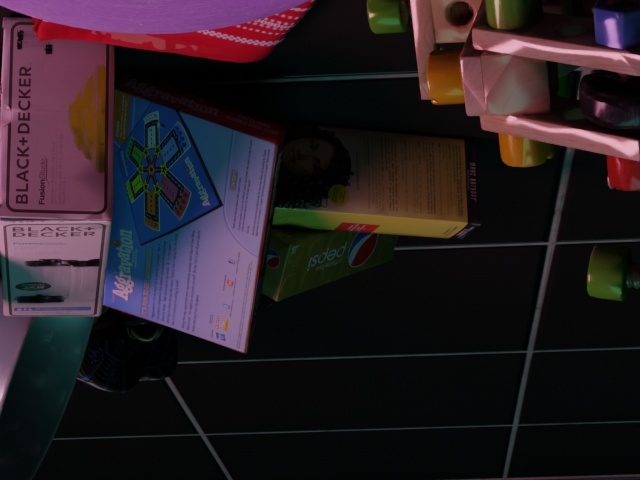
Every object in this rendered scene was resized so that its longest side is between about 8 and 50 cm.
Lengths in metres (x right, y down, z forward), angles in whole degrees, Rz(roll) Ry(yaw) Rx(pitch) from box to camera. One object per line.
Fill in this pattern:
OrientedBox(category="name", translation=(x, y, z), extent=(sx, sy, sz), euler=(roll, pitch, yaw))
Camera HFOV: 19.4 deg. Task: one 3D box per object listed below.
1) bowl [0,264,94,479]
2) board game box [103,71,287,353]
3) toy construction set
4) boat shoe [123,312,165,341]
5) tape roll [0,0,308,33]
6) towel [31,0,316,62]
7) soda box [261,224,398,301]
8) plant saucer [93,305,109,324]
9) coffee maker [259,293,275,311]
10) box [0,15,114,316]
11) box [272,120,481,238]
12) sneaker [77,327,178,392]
OrientedBox(category="bowl", translation=(-0.351, 0.111, 1.914), extent=(0.163, 0.312, 0.311), euler=(19, 164, 6))
OrientedBox(category="board game box", translation=(-0.114, -0.017, 1.621), extent=(0.145, 0.027, 0.281), euler=(18, 139, 6))
OrientedBox(category="toy construction set", translation=(0.122, -0.157, 1.182), extent=(0.237, 0.257, 0.309), euler=(6, 145, 19))
OrientedBox(category="boat shoe", translation=(-0.209, 0.095, 2.208), extent=(0.056, 0.049, 0.152), euler=(-2, 163, 2))
OrientedBox(category="tape roll", translation=(-0.097, -0.223, 1.056), extent=(0.274, 0.090, 0.275), euler=(-2, 157, -1))
OrientedBox(category="towel", translation=(-0.081, -0.192, 1.311), extent=(0.198, 0.031, 0.275), euler=(5, 162, -21))
OrientedBox(category="soda box", translation=(0.000, 0.000, 1.746), extent=(0.058, 0.061, 0.181), euler=(30, -151, 30))
OrientedBox(category="plant saucer", translation=(-0.372, 0.072, 2.141), extent=(0.277, 0.041, 0.278), euler=(-2, 164, -1))
OrientedBox(category="coffee maker", translation=(-0.095, 0.011, 1.822), extent=(0.171, 0.120, 0.178), euler=(-5, 163, 10))
OrientedBox(category="box", translation=(-0.217, -0.050, 1.532), extent=(0.087, 0.169, 0.290), euler=(1, 162, -8))
OrientedBox(category="box", translation=(0.026, -0.053, 1.678), extent=(0.232, 0.087, 0.058), euler=(3, 163, -17))
OrientedBox(category="sneaker", translation=(-0.258, 0.146, 2.290), extent=(0.081, 0.080, 0.211), euler=(-3, 175, 27))
